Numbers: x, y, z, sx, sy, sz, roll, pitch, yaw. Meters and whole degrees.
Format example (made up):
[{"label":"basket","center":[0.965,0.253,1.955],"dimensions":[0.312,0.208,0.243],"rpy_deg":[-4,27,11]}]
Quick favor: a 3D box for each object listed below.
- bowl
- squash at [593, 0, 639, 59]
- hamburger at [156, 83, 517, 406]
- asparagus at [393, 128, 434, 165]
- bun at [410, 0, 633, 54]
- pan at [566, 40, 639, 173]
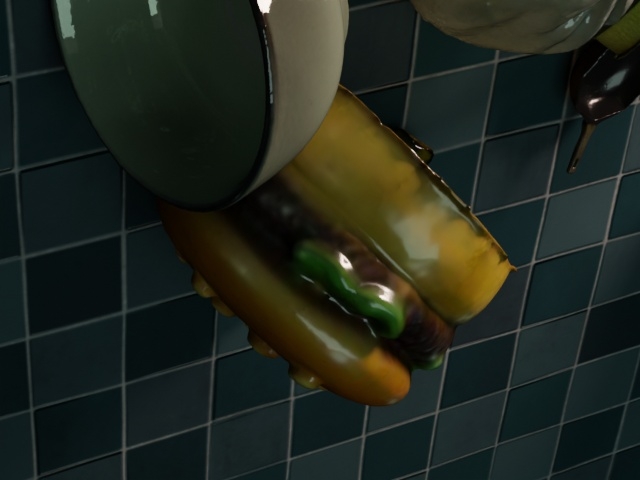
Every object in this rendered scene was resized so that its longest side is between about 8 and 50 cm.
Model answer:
[{"label":"bowl","center":[-0.096,-0.223,1.633],"dimensions":[0.185,0.354,0.354],"rpy_deg":[-25,139,-36]},{"label":"squash","center":[0.417,-0.314,2.005],"dimensions":[0.041,0.219,0.219],"rpy_deg":[41,102,-4]},{"label":"hamburger","center":[0.000,0.000,1.842],"dimensions":[0.277,0.396,0.396],"rpy_deg":[-46,138,1]},{"label":"asparagus","center":[0.032,-0.028,2.082],"dimensions":[0.277,0.060,0.067],"rpy_deg":[-46,154,10]},{"label":"bun","center":[0.246,-0.349,1.840],"dimensions":[0.354,0.194,0.354],"rpy_deg":[-19,133,-21]},{"label":"pan","center":[0.352,-0.193,2.155],"dimensions":[0.202,0.048,0.128],"rpy_deg":[-49,140,13]}]
